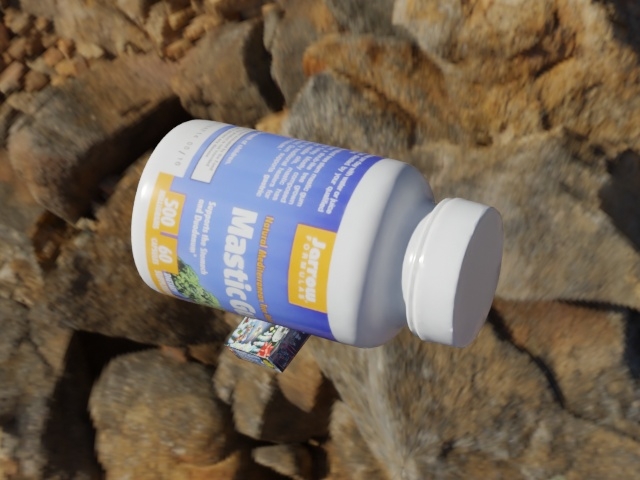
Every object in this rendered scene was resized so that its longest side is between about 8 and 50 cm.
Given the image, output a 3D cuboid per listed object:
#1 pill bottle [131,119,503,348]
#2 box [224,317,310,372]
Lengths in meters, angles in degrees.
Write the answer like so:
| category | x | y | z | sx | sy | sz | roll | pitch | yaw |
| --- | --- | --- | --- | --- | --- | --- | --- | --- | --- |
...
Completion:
| category | x | y | z | sx | sy | sz | roll | pitch | yaw |
| --- | --- | --- | --- | --- | --- | --- | --- | --- | --- |
| pill bottle | 0.000 | 0.000 | 1.078 | 0.272 | 0.152 | 0.152 | 14 | 81 | 23 |
| box | -0.031 | 0.070 | 1.406 | 0.027 | 0.094 | 0.137 | 47 | 70 | -27 |
